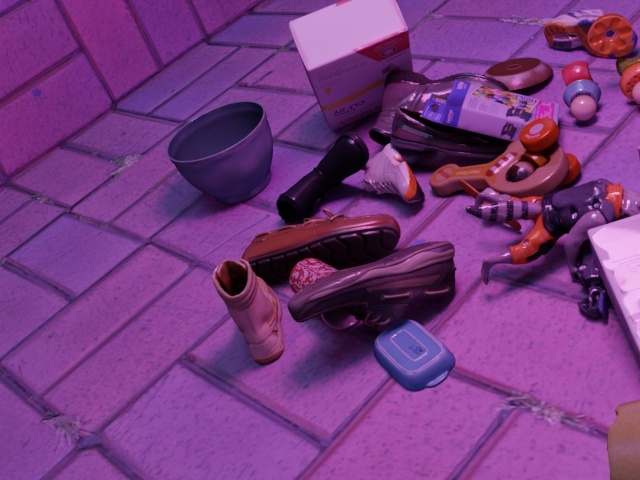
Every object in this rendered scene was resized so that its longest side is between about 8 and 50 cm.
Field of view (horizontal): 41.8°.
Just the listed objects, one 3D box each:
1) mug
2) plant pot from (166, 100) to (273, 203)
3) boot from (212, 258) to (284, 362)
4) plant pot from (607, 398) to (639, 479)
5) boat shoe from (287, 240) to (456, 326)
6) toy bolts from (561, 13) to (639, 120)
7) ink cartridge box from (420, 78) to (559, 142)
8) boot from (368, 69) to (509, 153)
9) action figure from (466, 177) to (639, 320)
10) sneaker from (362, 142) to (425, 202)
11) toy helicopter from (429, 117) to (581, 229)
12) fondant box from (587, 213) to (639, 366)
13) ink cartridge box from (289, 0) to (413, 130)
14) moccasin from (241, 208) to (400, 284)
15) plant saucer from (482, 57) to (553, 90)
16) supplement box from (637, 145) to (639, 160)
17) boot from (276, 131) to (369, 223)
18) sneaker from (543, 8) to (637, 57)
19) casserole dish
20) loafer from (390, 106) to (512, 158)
[{"bbox_3d":[0.025,0.111,1.776,0.169,0.150,0.113,30,98,57],"label":"mug"},{"bbox_3d":[-0.250,-0.226,2.317,0.293,0.196,0.293,-18,34,12],"label":"plant pot"},{"bbox_3d":[-0.159,0.109,1.776,0.095,0.203,0.262,-21,34,4],"label":"boot"},{"bbox_3d":[0.521,0.286,1.068,0.254,0.276,0.276,-15,32,36],"label":"plant pot"},{"bbox_3d":[0.115,0.105,1.624,0.356,0.130,0.132,-18,3,-14],"label":"boat shoe"},{"bbox_3d":[0.668,-0.386,1.964,0.229,0.218,0.158,-26,34,32],"label":"toy bolts"},{"bbox_3d":[0.405,-0.307,1.985,0.311,0.065,0.185,14,31,11],"label":"ink cartridge box"},{"bbox_3d":[0.309,-0.319,2.175,0.339,0.118,0.222,4,60,17],"label":"boot"},{"bbox_3d":[0.457,-0.013,1.576,0.330,0.178,0.341,-13,38,20],"label":"action figure"},{"bbox_3d":[0.167,-0.141,2.035,0.121,0.099,0.262,-30,25,5],"label":"sneaker"},{"bbox_3d":[0.383,-0.131,1.871,0.355,0.140,0.235,-2,47,48],"label":"toy helicopter"},{"bbox_3d":[0.600,0.092,1.337,0.239,0.096,0.330,-18,47,10],"label":"fondant box"},{"bbox_3d":[0.100,-0.486,2.282,0.279,0.384,0.160,-22,72,3],"label":"ink cartridge box"},{"bbox_3d":[0.002,0.002,1.904,0.380,0.139,0.146,-17,41,29],"label":"moccasin"},{"bbox_3d":[0.520,-0.451,2.247,0.199,0.036,0.198,-13,24,6],"label":"plant saucer"},{"bbox_3d":[0.724,-0.112,1.581,0.073,0.130,0.239,-34,33,-15],"label":"supplement box"},{"bbox_3d":[0.001,-0.145,2.065,0.207,0.094,0.246,-44,1,-28],"label":"boot"},{"bbox_3d":[0.740,-0.573,2.239,0.131,0.111,0.296,-35,35,-16],"label":"sneaker"},{"bbox_3d":[0.171,0.208,1.578,0.114,0.037,0.188,-32,34,-11],"label":"casserole dish"},{"bbox_3d":[0.316,-0.260,2.019,0.303,0.095,0.109,8,24,17],"label":"loafer"}]
